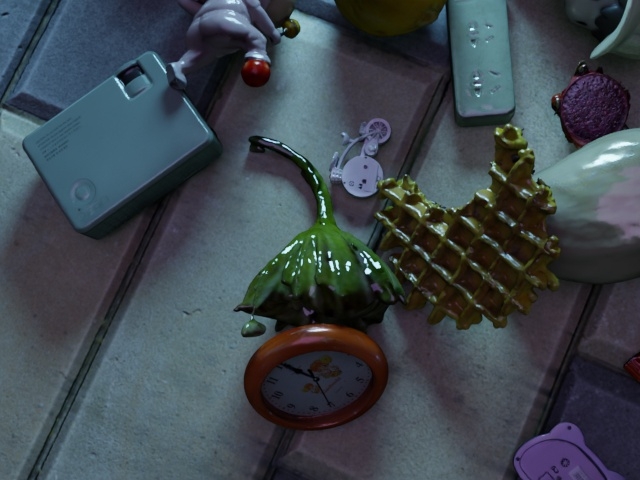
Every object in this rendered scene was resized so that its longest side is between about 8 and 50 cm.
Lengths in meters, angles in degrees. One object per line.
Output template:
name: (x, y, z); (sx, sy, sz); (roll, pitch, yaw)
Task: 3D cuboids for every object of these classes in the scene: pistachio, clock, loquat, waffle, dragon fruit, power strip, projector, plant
pistachio: (0.399, -0.047, 1.111); (0.332, 0.208, 0.226); (-18, 34, 17)
clock: (-0.006, 0.193, 1.123); (0.205, 0.205, 0.051); (-16, 39, 3)
loquat: (0.104, -0.415, 1.213); (0.187, 0.176, 0.234); (-38, 67, -1)
clock: (0.349, 0.332, 1.119); (0.110, 0.050, 0.153); (-41, 79, -2)
waffle: (0.209, -0.003, 1.115); (0.293, 0.069, 0.260); (-19, 83, 46)
dragon fruit: (0.405, -0.196, 1.200); (0.126, 0.068, 0.112); (39, 103, -2)
clock: (0.064, -0.130, 1.236); (0.087, 0.041, 0.129); (18, 87, 6)
power strip: (0.245, -0.322, 1.243); (0.093, 0.053, 0.288); (-4, 81, 6)
projector: (-0.307, -0.147, 1.252); (0.256, 0.099, 0.192); (-36, 79, 0)
plant: (0.003, -0.016, 1.165); (0.251, 0.180, 0.333); (2, 77, -4)

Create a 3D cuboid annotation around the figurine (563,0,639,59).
figurine: (0.410, -0.413, 1.182); (0.204, 0.185, 0.332); (-30, 70, -6)

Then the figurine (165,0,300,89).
figurine: (-0.129, -0.353, 1.238); (0.186, 0.176, 0.287); (25, 59, -31)

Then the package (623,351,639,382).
package: (0.535, 0.142, 1.146); (0.200, 0.022, 0.083); (-44, 78, -1)
